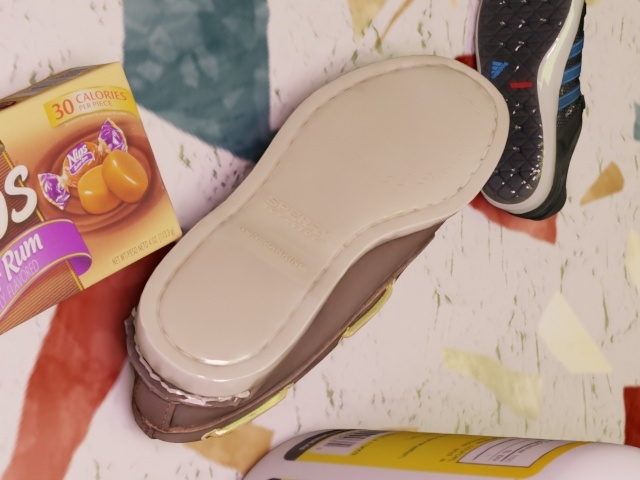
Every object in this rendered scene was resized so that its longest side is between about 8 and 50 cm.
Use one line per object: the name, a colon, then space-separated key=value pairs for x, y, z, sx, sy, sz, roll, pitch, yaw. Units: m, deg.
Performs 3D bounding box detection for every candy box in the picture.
candy box: x=-0.171 y=-0.014 z=0.968 sx=0.187 sy=0.053 sz=0.109 roll=-30 pitch=108 yaw=-41

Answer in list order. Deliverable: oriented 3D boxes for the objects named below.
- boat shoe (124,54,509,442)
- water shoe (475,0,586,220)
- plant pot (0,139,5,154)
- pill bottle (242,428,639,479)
boat shoe: x=0.000 y=0.000 z=1.095 sx=0.116 sy=0.096 sz=0.324 roll=36 pitch=51 yaw=11
water shoe: x=0.149 y=-0.115 z=1.268 sx=0.080 sy=0.073 sz=0.203 roll=26 pitch=73 yaw=-62
plant pot: x=-0.296 y=-0.095 z=0.762 sx=0.237 sy=0.237 sz=0.254 roll=-30 pitch=94 yaw=-39
pill bottle: x=0.107 y=0.205 z=1.019 sx=0.188 sy=0.334 sz=0.188 roll=3 pitch=86 yaw=-42
